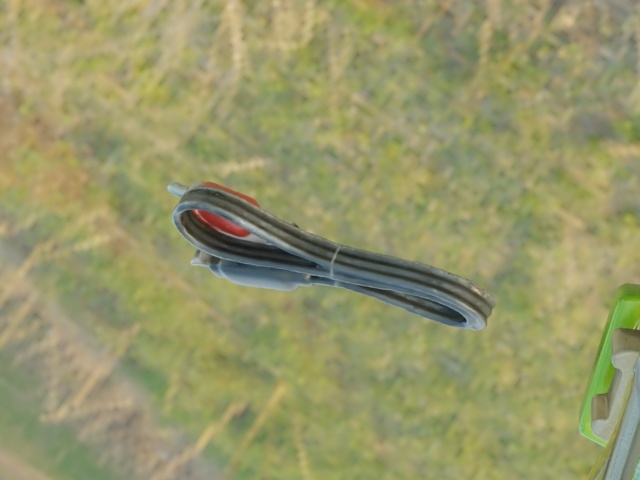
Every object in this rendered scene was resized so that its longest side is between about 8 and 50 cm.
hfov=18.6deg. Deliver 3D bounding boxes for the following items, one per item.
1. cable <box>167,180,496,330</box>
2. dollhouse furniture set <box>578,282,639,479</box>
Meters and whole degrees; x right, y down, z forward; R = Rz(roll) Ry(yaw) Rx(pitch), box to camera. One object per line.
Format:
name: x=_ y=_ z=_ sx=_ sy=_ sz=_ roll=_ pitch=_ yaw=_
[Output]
cable: x=0.000 y=0.000 z=1.539 sx=0.287 sy=0.072 sz=0.139 roll=6 pitch=149 yaw=30
dollhouse furniture set: x=0.209 y=0.059 z=0.857 sx=0.151 sy=0.198 sz=0.301 roll=16 pitch=-168 yaw=5
